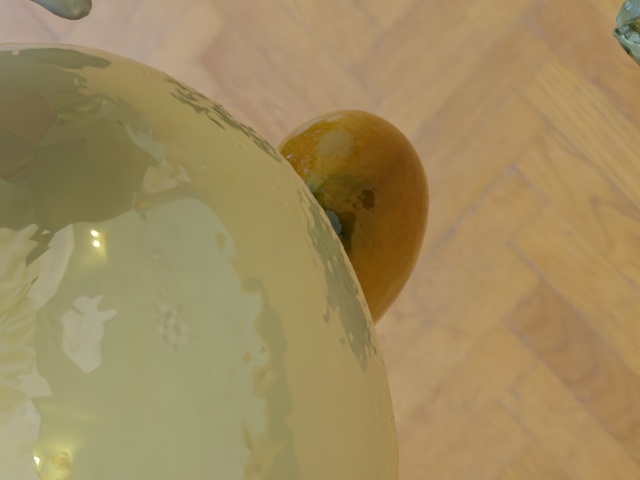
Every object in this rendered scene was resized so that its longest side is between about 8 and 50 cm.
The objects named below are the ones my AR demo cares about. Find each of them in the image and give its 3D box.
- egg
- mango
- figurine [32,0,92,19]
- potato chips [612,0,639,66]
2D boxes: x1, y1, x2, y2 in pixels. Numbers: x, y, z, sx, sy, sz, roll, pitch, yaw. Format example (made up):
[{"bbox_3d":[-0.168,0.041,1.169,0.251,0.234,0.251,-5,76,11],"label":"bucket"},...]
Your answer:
[{"bbox_3d":[-0.110,0.057,0.501,0.264,0.174,0.286,38,57,22],"label":"egg"},{"bbox_3d":[0.001,0.004,1.524,0.139,0.175,0.254,9,34,18],"label":"mango"},{"bbox_3d":[-0.048,-0.239,0.406,0.387,0.268,0.401,-53,12,44],"label":"figurine"},{"bbox_3d":[0.385,-0.130,1.118,0.358,0.070,0.429,-31,36,-15],"label":"potato chips"}]
